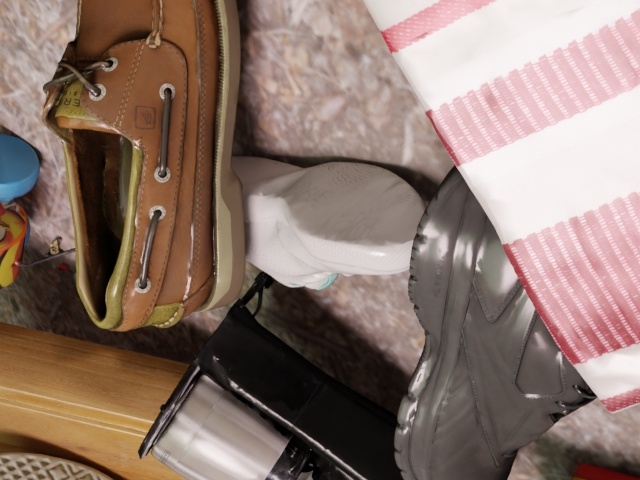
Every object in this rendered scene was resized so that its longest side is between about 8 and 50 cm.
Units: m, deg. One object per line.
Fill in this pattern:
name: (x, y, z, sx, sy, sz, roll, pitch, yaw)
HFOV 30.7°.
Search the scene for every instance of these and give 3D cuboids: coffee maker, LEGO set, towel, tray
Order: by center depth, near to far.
towel: (0.170, -0.084, 0.566, 0.237, 0.037, 0.329, -24, 106, 28)
coffee maker: (-0.014, 0.132, 0.846, 0.178, 0.171, 0.120, 33, 169, 0)
tray: (-0.212, 0.179, 1.008, 0.411, 0.076, 0.202, 13, 132, 5)
LEGO set: (-0.223, 0.037, 1.062, 0.083, 0.023, 0.054, 33, 138, 17)

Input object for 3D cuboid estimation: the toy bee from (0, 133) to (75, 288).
toy bee: (-0.299, -0.024, 0.974, 0.298, 0.162, 0.195, 17, 123, 30)

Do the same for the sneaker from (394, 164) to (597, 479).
sneaker: (0.123, 0.084, 0.738, 0.130, 0.109, 0.286, 18, 134, 22)

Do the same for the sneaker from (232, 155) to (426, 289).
sneaker: (0.000, 0.000, 0.805, 0.212, 0.080, 0.094, 16, 136, 45)

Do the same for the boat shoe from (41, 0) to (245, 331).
boat shoe: (-0.119, -0.091, 0.752, 0.111, 0.104, 0.307, 2, 104, 50)

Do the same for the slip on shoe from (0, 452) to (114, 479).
slip on shoe: (-0.160, 0.285, 0.964, 0.331, 0.123, 0.101, 33, 135, -20)

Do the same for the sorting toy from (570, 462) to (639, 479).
sorting toy: (0.263, 0.279, 0.775, 0.257, 0.089, 0.255, 9, 126, 36)
